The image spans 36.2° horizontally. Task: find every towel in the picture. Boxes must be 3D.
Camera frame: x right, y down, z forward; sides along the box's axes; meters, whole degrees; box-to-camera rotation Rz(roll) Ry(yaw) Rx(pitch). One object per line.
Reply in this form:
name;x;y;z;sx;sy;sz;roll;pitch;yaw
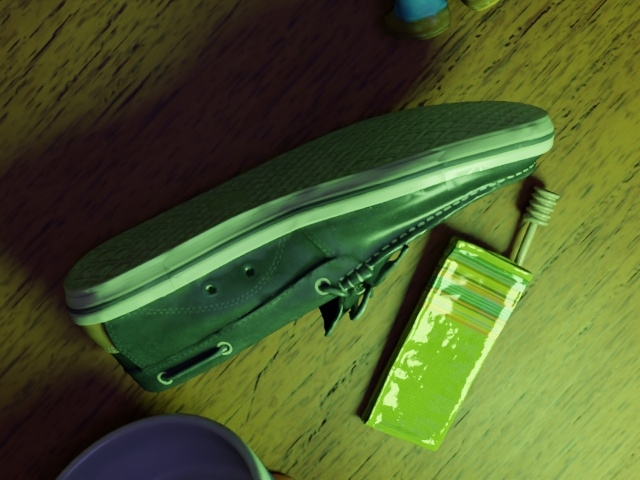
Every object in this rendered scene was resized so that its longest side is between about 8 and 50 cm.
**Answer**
towel;0.139;0.119;1.086;0.102;0.021;0.237;24;101;-10

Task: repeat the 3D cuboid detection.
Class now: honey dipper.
honey dipper;0.223;0.019;1.092;0.030;0.030;0.161;18;99;-15

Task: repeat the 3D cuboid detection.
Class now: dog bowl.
dog bowl;-0.153;0.307;0.945;0.264;0.265;0.104;-33;134;-4

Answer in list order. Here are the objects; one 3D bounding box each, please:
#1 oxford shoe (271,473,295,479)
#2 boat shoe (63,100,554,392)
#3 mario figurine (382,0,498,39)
oxford shoe;-0.168;0.372;1.029;0.363;0.133;0.130;-29;106;-4
boat shoe;0.000;0.000;0.968;0.500;0.187;0.156;-25;111;-1
mario figurine;0.068;-0.370;0.952;0.198;0.170;0.321;-46;123;-37
